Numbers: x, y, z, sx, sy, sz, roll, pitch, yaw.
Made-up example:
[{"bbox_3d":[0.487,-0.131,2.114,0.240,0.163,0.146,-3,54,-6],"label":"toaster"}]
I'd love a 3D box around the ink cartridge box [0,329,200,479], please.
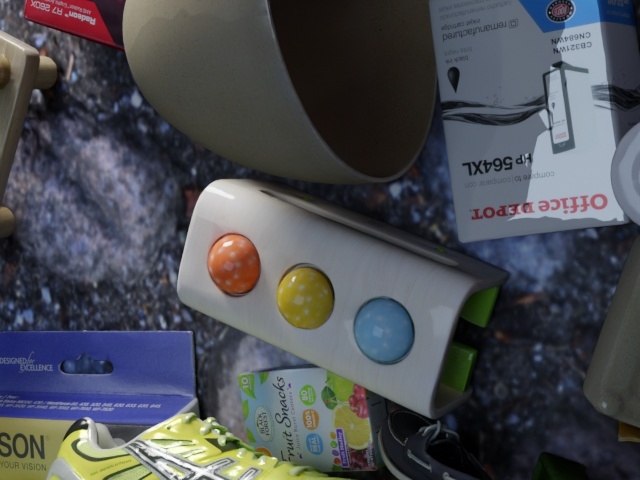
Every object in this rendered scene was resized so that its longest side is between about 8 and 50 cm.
[{"bbox_3d":[-0.260,0.254,1.284,0.303,0.072,0.307,-3,95,31],"label":"ink cartridge box"}]

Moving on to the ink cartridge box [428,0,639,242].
[{"bbox_3d":[0.181,-0.106,0.967,0.148,0.086,0.203,-8,90,31],"label":"ink cartridge box"}]

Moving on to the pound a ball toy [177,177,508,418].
[{"bbox_3d":[0.000,0.000,1.059,0.319,0.135,0.208,23,106,27],"label":"pound a ball toy"}]

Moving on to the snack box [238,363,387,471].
[{"bbox_3d":[-0.006,0.169,1.136,0.141,0.037,0.100,-8,90,32],"label":"snack box"}]

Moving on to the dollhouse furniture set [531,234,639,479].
[{"bbox_3d":[0.293,0.157,0.941,0.197,0.151,0.302,20,88,7],"label":"dollhouse furniture set"}]

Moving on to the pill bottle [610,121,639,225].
[{"bbox_3d":[0.275,-0.052,0.876,0.086,0.152,0.086,4,97,31],"label":"pill bottle"}]

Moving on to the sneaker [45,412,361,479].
[{"bbox_3d":[-0.093,0.230,1.090,0.384,0.145,0.147,-3,74,17],"label":"sneaker"}]

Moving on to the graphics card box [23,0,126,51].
[{"bbox_3d":[-0.145,-0.360,1.134,0.232,0.094,0.371,21,105,28],"label":"graphics card box"}]

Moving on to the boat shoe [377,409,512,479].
[{"bbox_3d":[0.111,0.185,1.007,0.206,0.075,0.065,-136,51,-61],"label":"boat shoe"}]

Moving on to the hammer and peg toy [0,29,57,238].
[{"bbox_3d":[-0.455,-0.089,1.329,0.266,0.127,0.361,30,109,25],"label":"hammer and peg toy"}]

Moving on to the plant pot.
[{"bbox_3d":[-0.049,-0.178,0.979,0.190,0.284,0.284,-6,92,30],"label":"plant pot"}]
